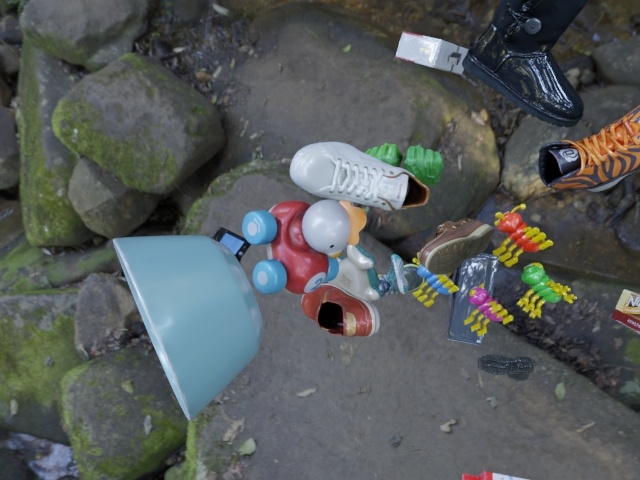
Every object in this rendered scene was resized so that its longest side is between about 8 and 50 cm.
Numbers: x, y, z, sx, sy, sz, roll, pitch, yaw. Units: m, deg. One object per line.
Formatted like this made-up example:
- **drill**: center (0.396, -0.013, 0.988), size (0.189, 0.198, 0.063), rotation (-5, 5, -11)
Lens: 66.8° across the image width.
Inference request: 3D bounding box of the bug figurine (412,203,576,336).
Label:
- **bug figurine**: center (0.316, 0.064, 0.895), size (0.216, 0.279, 0.072), rotation (45, 42, -10)

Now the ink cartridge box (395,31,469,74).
- **ink cartridge box**: center (0.244, -0.404, 1.048), size (0.099, 0.056, 0.135), rotation (30, 27, 33)

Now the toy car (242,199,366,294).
- **toy car**: center (0.000, 0.000, 1.032), size (0.238, 0.219, 0.210), rotation (-16, 84, 40)

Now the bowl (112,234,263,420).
- **bowl**: center (-0.206, 0.114, 0.805), size (0.163, 0.311, 0.311), rotation (-24, 66, -23)

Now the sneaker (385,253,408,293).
- **sneaker**: center (0.279, 0.131, 1.844), size (0.076, 0.166, 0.065), rotation (-1, 24, 32)

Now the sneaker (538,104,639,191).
- **sneaker**: center (0.560, -0.177, 0.952), size (0.180, 0.321, 0.124), rotation (-6, 68, -15)

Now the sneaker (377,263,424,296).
- **sneaker**: center (0.286, 0.180, 1.973), size (0.300, 0.121, 0.111), rotation (-26, 86, 40)

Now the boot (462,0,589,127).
- **boot**: center (0.391, -0.330, 0.820), size (0.246, 0.207, 0.094), rotation (34, 50, 4)

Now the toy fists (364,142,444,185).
- **toy fists**: center (0.284, -0.268, 1.678), size (0.279, 0.142, 0.096), rotation (8, 69, 18)

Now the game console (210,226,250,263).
- **game console**: center (-0.325, 0.042, 1.725), size (0.124, 0.144, 0.085), rotation (-52, 36, 12)

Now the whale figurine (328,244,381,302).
- **whale figurine**: center (0.125, 0.100, 1.559), size (0.141, 0.272, 0.216), rotation (-36, 65, -29)

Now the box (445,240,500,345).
- **box**: center (0.429, 0.137, 1.387), size (0.103, 0.184, 0.261), rotation (8, 104, 8)

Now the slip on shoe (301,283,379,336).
- **slip on shoe**: center (0.025, 0.186, 1.291), size (0.101, 0.331, 0.123), rotation (-5, 97, -28)

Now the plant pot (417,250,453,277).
- **plant pot**: center (0.338, 0.065, 1.392), size (0.083, 0.081, 0.081), rotation (-33, 37, 31)

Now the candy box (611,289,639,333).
- **candy box**: center (0.885, 0.213, 1.138), size (0.316, 0.183, 0.087), rotation (15, 102, -16)

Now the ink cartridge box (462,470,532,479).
- **ink cartridge box**: center (0.527, 0.746, 1.381), size (0.231, 0.078, 0.134), rotation (7, 55, 8)

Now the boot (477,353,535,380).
- **boot**: center (0.684, 0.486, 1.804), size (0.198, 0.137, 0.076), rotation (3, 56, 16)

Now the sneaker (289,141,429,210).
- **sneaker**: center (0.088, -0.117, 0.901), size (0.123, 0.290, 0.105), rotation (26, 107, 54)

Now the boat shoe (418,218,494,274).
- **boat shoe**: center (0.206, 0.004, 0.768), size (0.178, 0.064, 0.060), rotation (-19, 44, -41)
